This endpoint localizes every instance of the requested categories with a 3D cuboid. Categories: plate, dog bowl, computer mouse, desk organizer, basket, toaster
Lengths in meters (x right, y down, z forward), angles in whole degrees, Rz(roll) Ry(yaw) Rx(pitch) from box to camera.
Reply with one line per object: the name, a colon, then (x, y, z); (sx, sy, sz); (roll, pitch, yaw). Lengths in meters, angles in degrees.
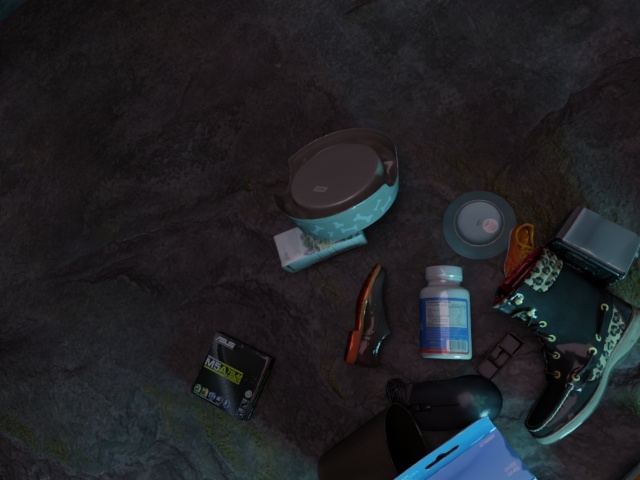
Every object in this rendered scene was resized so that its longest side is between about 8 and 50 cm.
plate: (0.415, -0.044, 1.280); (0.188, 0.024, 0.188); (-4, 75, 15)
dog bowl: (0.048, -0.150, 1.299); (0.348, 0.102, 0.349); (-16, 43, 15)
computer mouse: (0.294, 0.401, 1.164); (0.272, 0.072, 0.189); (-20, 72, 19)
desk organizer: (0.433, 0.282, 1.182); (0.047, 0.050, 0.130); (42, 91, 21)
basket: (0.116, 0.520, 1.137); (0.226, 0.154, 0.205); (-38, 37, 27)
toaster: (0.615, 0.018, 1.134); (0.185, 0.168, 0.110); (33, 84, 20)

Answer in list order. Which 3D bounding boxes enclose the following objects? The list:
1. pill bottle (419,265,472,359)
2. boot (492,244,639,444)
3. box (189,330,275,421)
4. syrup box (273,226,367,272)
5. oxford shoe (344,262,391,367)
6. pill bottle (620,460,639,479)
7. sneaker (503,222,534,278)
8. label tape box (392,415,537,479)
pill bottle: (0.307, 0.178, 1.205); (0.124, 0.124, 0.222); (-2, 76, 16)
boot: (0.505, 0.222, 1.090); (0.284, 0.138, 0.377); (40, 86, 2)
box: (-0.245, 0.374, 1.360); (0.190, 0.045, 0.184); (22, 86, 19)
syrup box: (0.000, 0.000, 1.351); (0.236, 0.096, 0.093); (-22, 70, 10)
oxford shoe: (0.140, 0.196, 1.279); (0.098, 0.097, 0.272); (15, 86, -1)
pill bottle: (0.687, 0.537, 1.012); (0.117, 0.117, 0.208); (43, 91, 21)
sneaker: (0.495, 0.041, 1.209); (0.064, 0.067, 0.175); (4, 80, -3)
label tape box: (0.321, 0.536, 0.995); (0.249, 0.348, 0.115); (-37, 36, 2)
